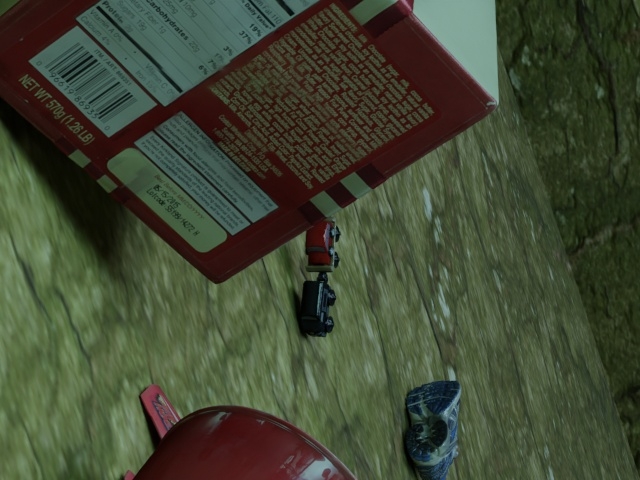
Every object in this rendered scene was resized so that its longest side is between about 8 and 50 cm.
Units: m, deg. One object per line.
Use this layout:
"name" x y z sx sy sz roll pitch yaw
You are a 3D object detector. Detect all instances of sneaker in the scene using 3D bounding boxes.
"sneaker" 0.109 0.184 1.674 0.135 0.052 0.058 -66 148 -57

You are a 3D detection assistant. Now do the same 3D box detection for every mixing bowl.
"mixing bowl" -0.053 0.187 0.886 0.098 0.181 0.181 -29 103 -46

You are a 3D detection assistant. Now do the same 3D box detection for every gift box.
"gift box" -0.064 -0.164 1.049 0.255 0.276 0.258 48 29 -29

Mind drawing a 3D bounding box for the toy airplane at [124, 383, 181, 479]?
"toy airplane" -0.075 0.158 1.035 0.151 0.028 0.151 55 8 -11

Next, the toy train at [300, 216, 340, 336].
"toy train" 0.000 0.000 1.430 0.036 0.027 0.158 26 67 -65
